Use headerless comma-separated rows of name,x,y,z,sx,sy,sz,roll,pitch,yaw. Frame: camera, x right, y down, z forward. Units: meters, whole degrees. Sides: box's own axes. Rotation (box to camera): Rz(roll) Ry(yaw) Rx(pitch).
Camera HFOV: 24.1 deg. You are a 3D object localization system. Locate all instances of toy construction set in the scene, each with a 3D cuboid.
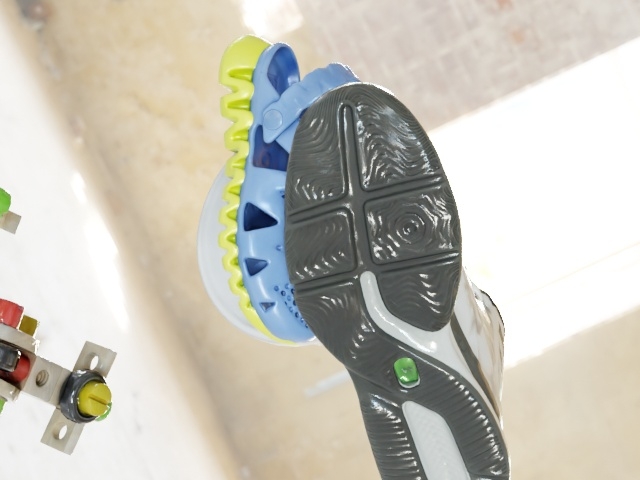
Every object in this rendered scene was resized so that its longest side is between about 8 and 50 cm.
toy construction set,-0.344,0.098,1.622,0.237,0.257,0.309,28,53,-46

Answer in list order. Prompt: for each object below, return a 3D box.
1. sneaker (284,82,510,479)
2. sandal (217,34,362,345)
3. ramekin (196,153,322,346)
sneaker,0.081,0.040,1.515,0.257,0.169,0.447,-71,146,-71
sandal,-0.022,-0.055,1.488,0.126,0.138,0.317,1,85,-64
ramekin,0.000,0.000,1.752,0.127,0.273,0.273,32,32,-60
